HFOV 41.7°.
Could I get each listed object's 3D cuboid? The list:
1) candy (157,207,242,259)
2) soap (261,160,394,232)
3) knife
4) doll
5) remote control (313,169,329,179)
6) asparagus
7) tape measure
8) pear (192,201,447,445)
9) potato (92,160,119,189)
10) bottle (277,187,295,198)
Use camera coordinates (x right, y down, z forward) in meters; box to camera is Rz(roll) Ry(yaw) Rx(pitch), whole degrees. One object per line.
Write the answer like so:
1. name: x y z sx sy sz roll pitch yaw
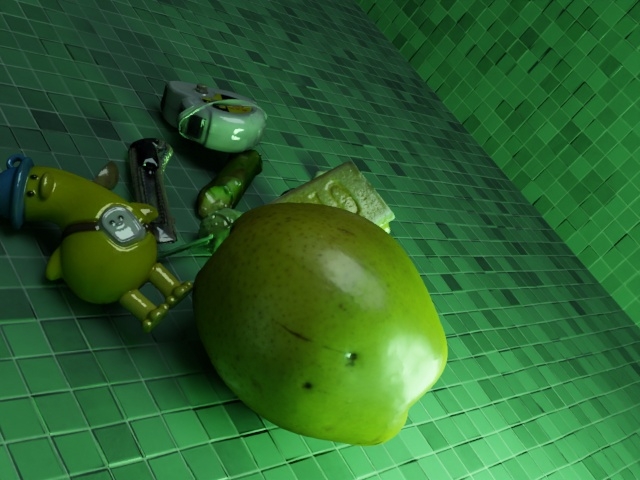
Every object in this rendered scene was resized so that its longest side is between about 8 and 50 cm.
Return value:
1. candy: -0.252 0.013 1.507 0.093 0.092 0.335 6 18 34
2. soap: -0.008 -0.028 1.693 0.274 0.089 0.173 -30 68 -19
3. knife: -0.311 -0.105 1.574 0.089 0.043 0.365 -2 36 -13
4. doll: -0.360 -0.013 1.318 0.363 0.145 0.199 42 60 8
5. remote control: 0.035 -0.126 2.107 0.122 0.032 0.074 50 29 16
6. asparagus: -0.180 -0.135 1.803 0.082 0.085 0.343 17 30 6
7. tape measure: -0.221 -0.265 1.837 0.236 0.120 0.197 8 27 -20
8. pear: 0.000 0.127 1.342 0.418 0.362 0.362 40 27 5
9. potato: -0.390 -0.123 1.563 0.037 0.036 0.093 33 27 -8
10. bottle: 0.000 0.000 1.791 0.260 0.112 0.112 51 29 20
